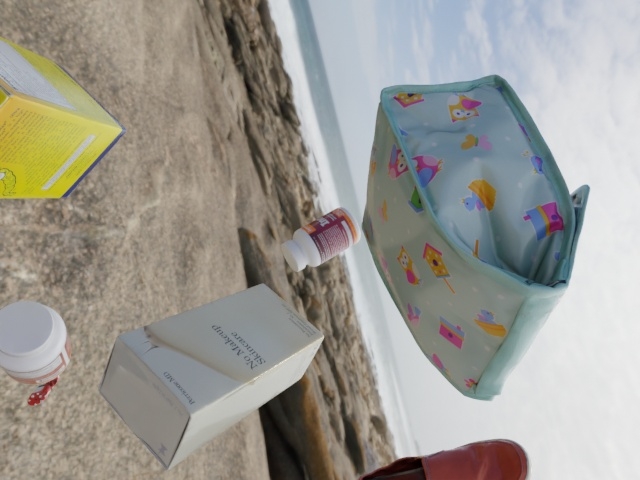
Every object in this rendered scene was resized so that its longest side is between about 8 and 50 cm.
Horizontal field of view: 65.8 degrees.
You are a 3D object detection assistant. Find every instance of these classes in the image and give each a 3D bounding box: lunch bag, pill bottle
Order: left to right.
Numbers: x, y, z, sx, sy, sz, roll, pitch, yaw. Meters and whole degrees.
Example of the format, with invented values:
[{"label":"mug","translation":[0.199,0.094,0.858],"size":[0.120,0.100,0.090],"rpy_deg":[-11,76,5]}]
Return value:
[{"label":"pill bottle","translation":[-0.525,0.185,0.897],"size":[0.216,0.121,0.121],"rpy_deg":[131,-47,-57]},{"label":"pill bottle","translation":[0.000,0.000,1.015],"size":[0.086,0.152,0.086],"rpy_deg":[49,-22,28]},{"label":"lunch bag","translation":[0.144,0.003,0.495],"size":[0.223,0.160,0.262],"rpy_deg":[90,-13,-52]}]

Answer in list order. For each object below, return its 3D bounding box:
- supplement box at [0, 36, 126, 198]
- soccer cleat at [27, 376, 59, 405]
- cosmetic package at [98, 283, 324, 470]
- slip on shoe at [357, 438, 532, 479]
[{"label":"supplement box","translation":[-0.520,-0.199,0.807],"size":[0.194,0.195,0.356],"rpy_deg":[44,5,-2]},{"label":"soccer cleat","translation":[-0.587,0.315,1.051],"size":[0.029,0.083,0.035],"rpy_deg":[41,-3,-20]},{"label":"cosmetic package","translation":[-0.150,0.185,0.762],"size":[0.160,0.113,0.309],"rpy_deg":[37,25,20]},{"label":"slip on shoe","translation":[0.214,0.432,0.884],"size":[0.101,0.331,0.123],"rpy_deg":[68,9,-47]}]
